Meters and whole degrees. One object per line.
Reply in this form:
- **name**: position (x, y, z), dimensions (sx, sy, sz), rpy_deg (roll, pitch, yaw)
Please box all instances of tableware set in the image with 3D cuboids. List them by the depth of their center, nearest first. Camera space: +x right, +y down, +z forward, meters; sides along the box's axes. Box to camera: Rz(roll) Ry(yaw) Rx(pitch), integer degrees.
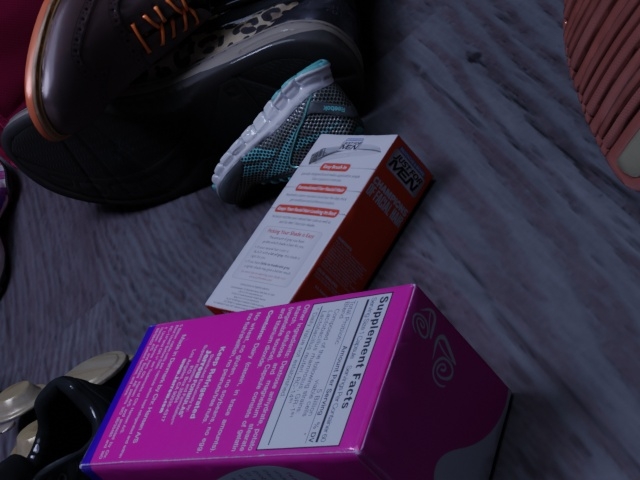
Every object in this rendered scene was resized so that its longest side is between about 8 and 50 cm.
- **tableware set**: position (-0.232, 0.142, 0.923), dimensions (0.141, 0.020, 0.168), rpy_deg (-15, 21, 27)

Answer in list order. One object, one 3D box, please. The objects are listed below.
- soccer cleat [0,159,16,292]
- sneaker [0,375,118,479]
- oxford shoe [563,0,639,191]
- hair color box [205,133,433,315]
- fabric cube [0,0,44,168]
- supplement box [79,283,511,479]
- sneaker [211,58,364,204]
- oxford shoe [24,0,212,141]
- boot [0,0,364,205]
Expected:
- **soccer cleat**: position (-0.412, -0.036, 1.268), dimensions (0.109, 0.116, 0.318), rpy_deg (-37, 34, 10)
- **sneaker**: position (-0.180, 0.211, 0.713), dimensions (0.102, 0.146, 0.293), rpy_deg (-20, 39, 32)
- **oxford shoe**: position (0.244, -0.210, 0.750), dimensions (0.140, 0.147, 0.397), rpy_deg (117, 159, -64)
- **hair color box**: position (0.000, 0.000, 0.848), dimensions (0.093, 0.053, 0.167), rpy_deg (7, 59, 52)
- **fabric cube**: position (-0.304, -0.238, 1.251), dimensions (0.258, 0.259, 0.254), rpy_deg (-51, 35, -11)
- **supplement box**: position (-0.016, 0.113, 0.683), dimensions (0.220, 0.111, 0.114), rpy_deg (-10, 45, 40)
- **sneaker**: position (-0.027, -0.070, 0.949), dimensions (0.166, 0.076, 0.065), rpy_deg (-45, -4, 41)
- **oxford shoe**: position (-0.154, -0.193, 0.967), dimensions (0.098, 0.097, 0.271), rpy_deg (7, 56, 29)
- **boot**: position (-0.113, -0.195, 1.110), dimensions (0.377, 0.138, 0.284), rpy_deg (-16, 42, 30)
